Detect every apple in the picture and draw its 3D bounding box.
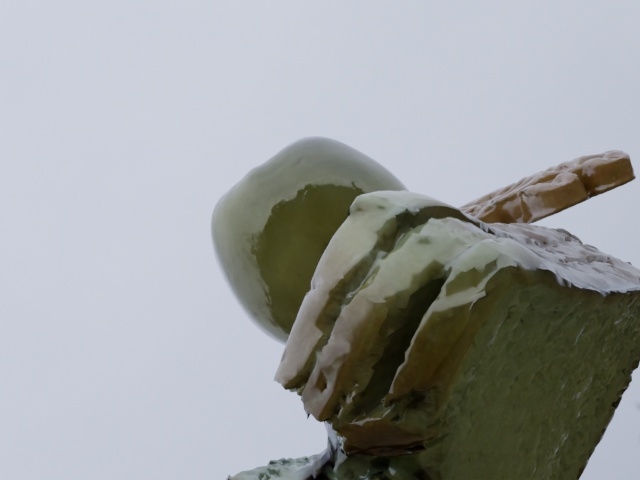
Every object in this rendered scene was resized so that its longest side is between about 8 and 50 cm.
[{"bbox_3d":[0.000,0.000,1.308,0.262,0.262,0.262,-18,-44,-18],"label":"apple"}]

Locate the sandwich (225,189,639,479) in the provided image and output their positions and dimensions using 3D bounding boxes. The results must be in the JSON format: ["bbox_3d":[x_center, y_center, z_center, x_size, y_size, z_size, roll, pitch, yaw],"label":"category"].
[{"bbox_3d":[0.050,0.117,0.544,0.249,0.095,0.273,11,-73,-58],"label":"sandwich"}]

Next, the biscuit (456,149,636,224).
[{"bbox_3d":[0.192,-0.036,1.048,0.202,0.044,0.288,-23,-3,-12],"label":"biscuit"}]
